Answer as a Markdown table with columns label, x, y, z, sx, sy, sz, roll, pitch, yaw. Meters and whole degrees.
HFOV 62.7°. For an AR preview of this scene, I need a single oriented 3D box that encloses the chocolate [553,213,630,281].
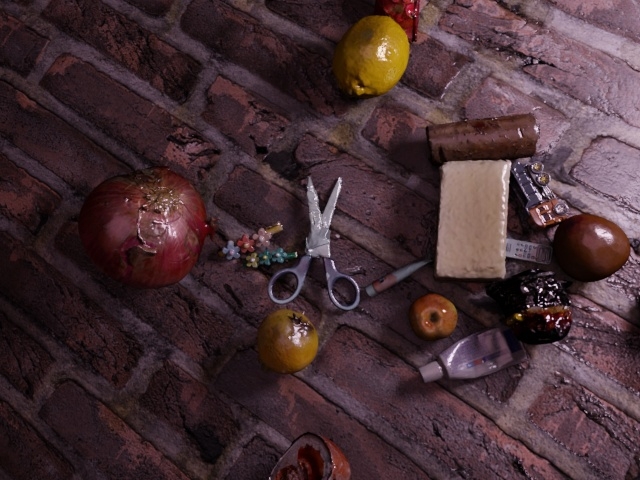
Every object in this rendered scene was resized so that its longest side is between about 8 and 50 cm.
| label | x | y | z | sx | sy | sz | roll | pitch | yaw |
| --- | --- | --- | --- | --- | --- | --- | --- | --- | --- |
| chocolate | 0.656 | 0.013 | 1.287 | 0.176 | 0.177 | 0.177 | -2 | 81 | 11 |

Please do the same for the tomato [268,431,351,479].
| label | x | y | z | sx | sy | sz | roll | pitch | yaw |
| --- | --- | --- | --- | --- | --- | --- | --- | --- | --- |
| tomato | -0.011 | 0.607 | 1.325 | 0.214 | 0.155 | 0.181 | -47 | 41 | 7 |

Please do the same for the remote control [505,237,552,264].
| label | x | y | z | sx | sy | sz | roll | pitch | yaw |
| --- | --- | --- | --- | --- | --- | --- | --- | --- | --- |
| remote control | 0.543 | 0.029 | 1.382 | 0.124 | 0.018 | 0.053 | 13 | 85 | 13 |

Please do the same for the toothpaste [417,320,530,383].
| label | x | y | z | sx | sy | sz | roll | pitch | yaw |
| --- | --- | --- | --- | --- | --- | --- | --- | --- | --- |
| toothpaste | 0.387 | 0.300 | 1.354 | 0.282 | 0.068 | 0.099 | -20 | 108 | -2 |

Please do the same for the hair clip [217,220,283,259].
| label | x | y | z | sx | sy | sz | roll | pitch | yaw |
| --- | --- | --- | --- | --- | --- | --- | --- | --- | --- |
| hair clip | -0.203 | 0.005 | 1.514 | 0.214 | 0.056 | 0.062 | -26 | 110 | 5 |

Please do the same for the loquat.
| label | x | y | z | sx | sy | sz | roll | pitch | yaw |
| --- | --- | --- | --- | --- | --- | --- | --- | --- | --- |
| loquat | -0.097 | 0.276 | 1.403 | 0.172 | 0.149 | 0.204 | 45 | 106 | 13 |

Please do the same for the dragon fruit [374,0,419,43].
| label | x | y | z | sx | sy | sz | roll | pitch | yaw |
| --- | --- | --- | --- | --- | --- | --- | --- | --- | --- |
| dragon fruit | 0.228 | -0.700 | 1.505 | 0.189 | 0.163 | 0.262 | -3 | 80 | 38 |

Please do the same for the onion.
| label | x | y | z | sx | sy | sz | roll | pitch | yaw |
| --- | --- | --- | --- | --- | --- | --- | --- | --- | --- |
| onion | -0.467 | -0.037 | 1.445 | 0.353 | 0.353 | 0.354 | -2 | 81 | 11 |

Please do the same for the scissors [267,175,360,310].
| label | x | y | z | sx | sy | sz | roll | pitch | yaw |
| --- | --- | --- | --- | --- | --- | --- | --- | --- | --- |
| scissors | 0.000 | 0.000 | 1.473 | 0.256 | 0.029 | 0.384 | 7 | 78 | -2 |

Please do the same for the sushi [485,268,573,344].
| label | x | y | z | sx | sy | sz | roll | pitch | yaw |
| --- | --- | --- | --- | --- | --- | --- | --- | --- | --- |
| sushi | 0.532 | 0.174 | 1.287 | 0.172 | 0.153 | 0.150 | 11 | 64 | -26 |

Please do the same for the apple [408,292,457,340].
| label | x | y | z | sx | sy | sz | roll | pitch | yaw |
| --- | --- | --- | --- | --- | --- | --- | --- | --- | --- |
| apple | 0.292 | 0.197 | 1.361 | 0.126 | 0.102 | 0.126 | -2 | 81 | 10 |

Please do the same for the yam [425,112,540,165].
| label | x | y | z | sx | sy | sz | roll | pitch | yaw |
| --- | --- | --- | --- | --- | --- | --- | --- | --- | --- |
| yam | 0.425 | -0.263 | 1.400 | 0.279 | 0.131 | 0.131 | -5 | 80 | 12 |

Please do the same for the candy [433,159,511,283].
| label | x | y | z | sx | sy | sz | roll | pitch | yaw |
| --- | --- | --- | --- | --- | --- | --- | --- | --- | --- |
| candy | 0.390 | -0.048 | 1.366 | 0.179 | 0.135 | 0.321 | 4 | 82 | 13 |

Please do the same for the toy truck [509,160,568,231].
| label | x | y | z | sx | sy | sz | roll | pitch | yaw |
| --- | --- | --- | --- | --- | --- | --- | --- | --- | --- |
| toy truck | 0.558 | -0.118 | 1.370 | 0.092 | 0.083 | 0.192 | -26 | 76 | 6 |

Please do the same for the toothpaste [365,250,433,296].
| label | x | y | z | sx | sy | sz | roll | pitch | yaw |
| --- | --- | --- | --- | --- | --- | --- | --- | --- | --- |
| toothpaste | 0.211 | 0.089 | 1.396 | 0.205 | 0.056 | 0.036 | -33 | 104 | 23 |

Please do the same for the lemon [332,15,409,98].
| label | x | y | z | sx | sy | sz | roll | pitch | yaw |
| --- | --- | --- | --- | --- | --- | --- | --- | --- | --- |
| lemon | 0.138 | -0.504 | 1.454 | 0.204 | 0.204 | 0.260 | 27 | 75 | 14 |

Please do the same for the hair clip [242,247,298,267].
| label | x | y | z | sx | sy | sz | roll | pitch | yaw |
| --- | --- | --- | --- | --- | --- | --- | --- | --- | --- |
| hair clip | -0.147 | 0.049 | 1.501 | 0.173 | 0.049 | 0.049 | -10 | 79 | 13 |
